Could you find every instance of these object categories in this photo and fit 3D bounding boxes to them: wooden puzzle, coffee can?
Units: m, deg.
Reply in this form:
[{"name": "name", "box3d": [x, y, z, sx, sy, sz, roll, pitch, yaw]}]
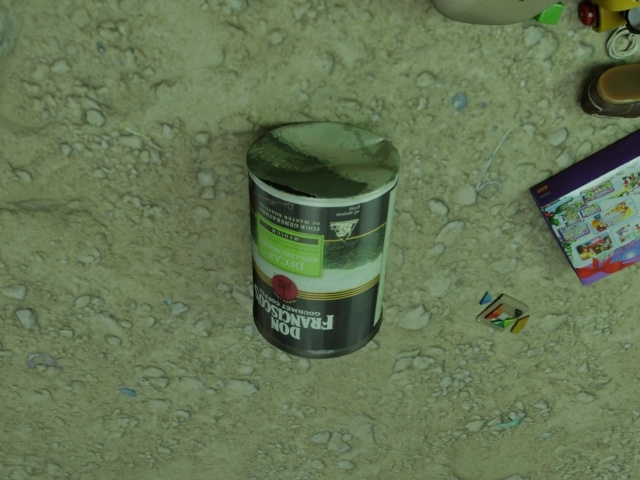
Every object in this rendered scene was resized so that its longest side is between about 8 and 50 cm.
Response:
[{"name": "wooden puzzle", "box3d": [0.335, 0.136, 1.096, 0.116, 0.014, 0.078, 20, 123, -18]}, {"name": "coffee can", "box3d": [0.000, 0.000, 0.851, 0.201, 0.201, 0.275, -1, 127, -4]}]

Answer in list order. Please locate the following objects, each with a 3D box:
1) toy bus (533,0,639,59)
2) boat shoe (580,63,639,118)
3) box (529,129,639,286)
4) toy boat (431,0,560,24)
[{"name": "toy bus", "box3d": [0.364, -0.311, 0.698, 0.202, 0.104, 0.191, 18, 124, -17]}, {"name": "boat shoe", "box3d": [0.463, -0.204, 0.816, 0.207, 0.073, 0.073, -1, 165, 1]}, {"name": "box", "box3d": [0.500, -0.069, 0.922, 0.293, 0.057, 0.201, -29, 123, 17]}, {"name": "toy boat", "box3d": [0.212, -0.335, 0.639, 0.151, 0.151, 0.231, -4, 171, -36]}]
